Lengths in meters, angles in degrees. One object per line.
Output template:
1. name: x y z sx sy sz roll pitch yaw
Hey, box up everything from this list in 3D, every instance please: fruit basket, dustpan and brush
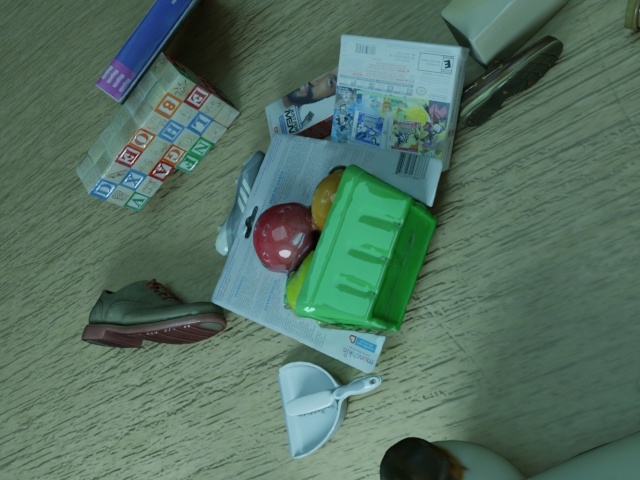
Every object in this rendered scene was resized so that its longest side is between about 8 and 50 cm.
1. fruit basket: 0.000 0.000 0.951 0.353 0.165 0.327 15 84 43
2. dustpan and brush: 0.012 0.243 0.909 0.211 0.060 0.147 -24 64 25

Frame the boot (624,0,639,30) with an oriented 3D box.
1. boot: 0.560 -0.335 0.725 0.269 0.089 0.236 35 96 33

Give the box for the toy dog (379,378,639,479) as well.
1. toy dog: 0.250 0.312 0.600 0.408 0.284 0.395 -6 58 25

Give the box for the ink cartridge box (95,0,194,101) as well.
1. ink cartridge box: -0.336 -0.426 1.203 0.324 0.071 0.330 -54 19 -1

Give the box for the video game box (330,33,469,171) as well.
1. video game box: 0.118 -0.219 0.932 0.205 0.048 0.187 18 110 29

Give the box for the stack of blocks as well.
1. stack of blocks: -0.327 -0.202 1.188 0.297 0.171 0.087 -48 57 12

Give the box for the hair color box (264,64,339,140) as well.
1. hair color box: -0.015 -0.234 1.075 0.167 0.053 0.093 -24 64 23

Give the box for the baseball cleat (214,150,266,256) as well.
1. baseball cleat: -0.118 -0.059 1.088 0.109 0.072 0.206 22 92 21

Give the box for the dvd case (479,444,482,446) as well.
1. dvd case: 0.175 0.406 0.784 0.221 0.018 0.164 -42 58 14

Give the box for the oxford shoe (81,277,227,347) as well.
1. oxford shoe: -0.321 0.128 1.118 0.348 0.123 0.130 -8 66 29

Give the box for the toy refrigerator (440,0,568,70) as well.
1. toy refrigerator: 0.318 -0.396 0.885 0.269 0.102 0.094 -43 58 15

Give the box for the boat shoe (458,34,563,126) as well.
1. boat shoe: 0.276 -0.249 0.890 0.178 0.064 0.060 -37 61 21
